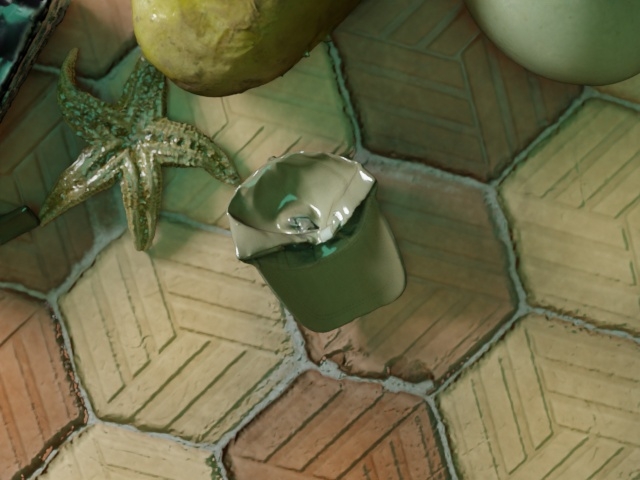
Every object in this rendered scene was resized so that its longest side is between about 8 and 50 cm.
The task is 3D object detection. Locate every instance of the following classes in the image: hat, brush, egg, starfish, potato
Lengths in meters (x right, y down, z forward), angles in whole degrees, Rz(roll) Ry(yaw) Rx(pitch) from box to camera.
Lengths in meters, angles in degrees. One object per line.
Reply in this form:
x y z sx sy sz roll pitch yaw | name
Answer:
0.000 0.000 1.325 0.166 0.144 0.173 -26 141 3 | hat
-0.399 0.007 1.343 0.190 0.027 0.034 -27 134 10 | brush
0.239 -0.264 1.207 0.186 0.186 0.253 -45 93 7 | egg
-0.201 -0.103 1.317 0.236 0.062 0.277 37 94 -10 | starfish
-0.076 -0.269 1.220 0.229 0.229 0.266 45 112 -6 | potato

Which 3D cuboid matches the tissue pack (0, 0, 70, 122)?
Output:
-0.444 -0.182 1.266 0.245 0.123 0.332 31 98 -6 | tissue pack
